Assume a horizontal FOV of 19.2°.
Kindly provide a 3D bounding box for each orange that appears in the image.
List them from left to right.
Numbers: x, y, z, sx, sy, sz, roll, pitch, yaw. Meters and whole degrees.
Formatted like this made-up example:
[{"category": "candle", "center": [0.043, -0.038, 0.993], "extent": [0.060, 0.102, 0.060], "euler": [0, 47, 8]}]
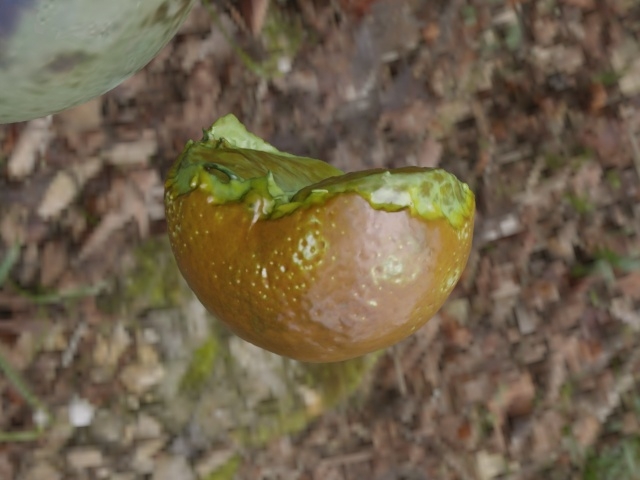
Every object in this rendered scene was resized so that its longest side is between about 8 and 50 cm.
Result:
[{"category": "orange", "center": [-0.003, 0.005, 1.382], "extent": [0.179, 0.237, 0.158], "euler": [-10, 111, -53]}]

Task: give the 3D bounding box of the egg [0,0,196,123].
[{"category": "egg", "center": [-0.262, -0.269, 1.225], "extent": [0.428, 0.345, 0.345], "euler": [37, 121, -13]}]
